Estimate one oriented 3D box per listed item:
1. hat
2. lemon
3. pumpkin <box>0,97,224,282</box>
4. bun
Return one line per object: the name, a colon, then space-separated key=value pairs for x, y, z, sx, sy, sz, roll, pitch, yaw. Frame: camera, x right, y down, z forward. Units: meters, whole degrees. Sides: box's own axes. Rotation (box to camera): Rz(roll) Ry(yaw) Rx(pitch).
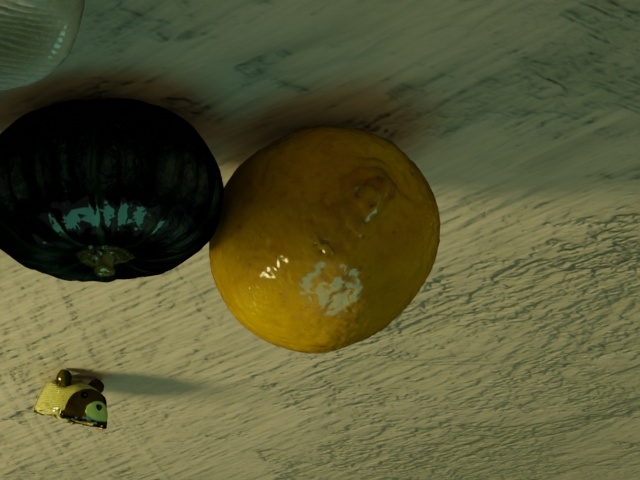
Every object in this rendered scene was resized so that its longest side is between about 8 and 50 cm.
hat: x=-0.280 y=0.180 z=2.253 sx=0.077 sy=0.059 sz=0.076 roll=16 pitch=167 yaw=-32
lemon: x=0.000 y=0.000 z=1.685 sx=0.188 sy=0.188 sz=0.257 roll=7 pitch=156 yaw=-27
pumpkin: x=-0.178 y=-0.035 z=1.623 sx=0.202 sy=0.140 sz=0.202 roll=-6 pitch=160 yaw=-2
bun: x=-0.234 y=-0.164 z=1.371 sx=0.141 sy=0.083 sz=0.141 roll=-12 pitch=154 yaw=-6
